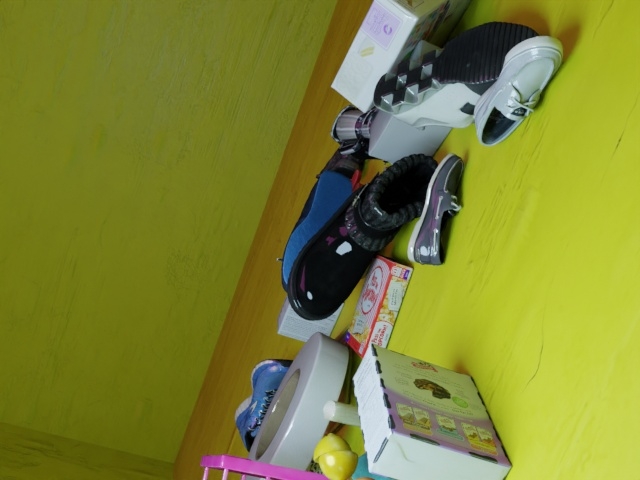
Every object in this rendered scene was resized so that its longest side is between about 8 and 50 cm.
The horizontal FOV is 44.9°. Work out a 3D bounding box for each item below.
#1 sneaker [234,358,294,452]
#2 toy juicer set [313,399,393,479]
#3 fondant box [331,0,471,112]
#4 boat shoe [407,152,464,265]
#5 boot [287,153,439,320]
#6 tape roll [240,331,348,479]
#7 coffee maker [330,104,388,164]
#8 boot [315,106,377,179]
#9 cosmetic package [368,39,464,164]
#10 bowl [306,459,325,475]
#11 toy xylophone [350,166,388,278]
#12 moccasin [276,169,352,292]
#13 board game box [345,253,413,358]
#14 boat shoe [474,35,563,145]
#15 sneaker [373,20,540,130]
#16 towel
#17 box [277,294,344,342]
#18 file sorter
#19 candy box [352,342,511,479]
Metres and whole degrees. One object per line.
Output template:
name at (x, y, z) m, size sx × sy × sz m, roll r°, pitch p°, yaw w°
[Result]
sneaker at (-0.132, 0.444, 2.062) m, size 0.147 × 0.129 × 0.330 m, roll -110°, pitch 34°, yaw -47°
toy juicer set at (0.072, 0.327, 1.080) m, size 0.090 × 0.209 × 0.329 m, roll -61°, pitch 15°, yaw 10°
fondant box at (0.183, -0.428, 1.558) m, size 0.330 × 0.096 × 0.238 m, roll -44°, pitch -10°, yaw -43°
boat shoe at (0.219, -0.052, 1.356) m, size 0.065 × 0.075 × 0.206 m, roll 18°, pitch 83°, yaw 35°
boot at (0.080, -0.006, 1.488) m, size 0.348 × 0.131 × 0.260 m, roll -59°, pitch 13°, yaw -18°
tape roll at (-0.059, 0.377, 1.626) m, size 0.392 × 0.072 × 0.392 m, roll -62°, pitch 6°, yaw 12°
coffee maker at (0.139, -0.239, 1.758) m, size 0.178 × 0.171 × 0.120 m, roll 16°, pitch 95°, yaw 61°
boot at (0.088, -0.269, 2.152) m, size 0.229 × 0.091 × 0.263 m, roll -70°, pitch 15°, yaw -14°
cosmetic package at (0.197, -0.257, 1.531) m, size 0.238 × 0.127 × 0.107 m, roll 125°, pitch 158°, yaw -48°
bowl at (-0.025, 0.508, 1.548) m, size 0.170 × 0.080 × 0.170 m, roll -163°, pitch 90°, yaw -78°
toy xylophone at (0.092, -0.054, 1.807) m, size 0.323 × 0.081 × 0.236 m, roll -106°, pitch 36°, yaw -68°
moccasin at (0.000, 0.000, 1.708) m, size 0.342 × 0.137 × 0.117 m, roll -64°, pitch 1°, yaw -38°
board game box at (0.114, 0.130, 1.540) m, size 0.147 × 0.045 × 0.194 m, roll -153°, pitch 82°, yaw -78°
boat shoe at (0.298, -0.216, 1.172) m, size 0.227 × 0.079 × 0.081 m, roll 120°, pitch 157°, yaw -64°
sneaker at (0.258, -0.268, 1.332) m, size 0.330 × 0.146 × 0.123 m, roll -8°, pitch 59°, yaw 49°
towel at (0.042, 0.298, 1.678) m, size 0.102 × 0.021 × 0.237 m, roll 121°, pitch 162°, yaw -49°
box at (-0.026, 0.174, 1.900) m, size 0.072 × 0.126 × 0.137 m, roll -97°, pitch 28°, yaw -66°
file sorter at (-0.056, 0.467, 1.261) m, size 0.202 × 0.290 × 0.182 m, roll 139°, pitch 143°, yaw -67°
candy box at (0.138, 0.235, 1.017) m, size 0.196 × 0.164 × 0.070 m, roll -99°, pitch 31°, yaw -65°
